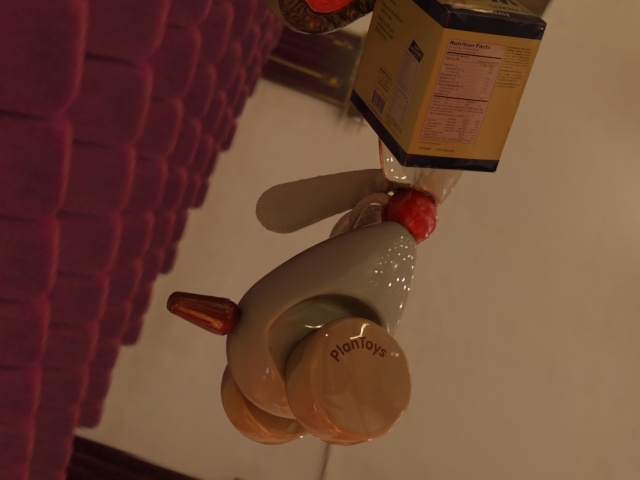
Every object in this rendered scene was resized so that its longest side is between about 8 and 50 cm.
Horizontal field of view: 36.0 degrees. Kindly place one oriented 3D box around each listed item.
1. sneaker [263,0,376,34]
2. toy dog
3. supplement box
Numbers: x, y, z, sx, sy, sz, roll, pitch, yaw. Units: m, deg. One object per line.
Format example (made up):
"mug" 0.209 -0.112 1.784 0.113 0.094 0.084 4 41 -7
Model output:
"sneaker" 0.008 -0.232 0.612 0.125 0.104 0.261 -23 -128 59
"toy dog" 0.000 0.000 0.740 0.220 0.161 0.333 -40 -158 38
"supplement box" 0.063 -0.092 0.517 0.083 0.056 0.083 -120 -141 -52
